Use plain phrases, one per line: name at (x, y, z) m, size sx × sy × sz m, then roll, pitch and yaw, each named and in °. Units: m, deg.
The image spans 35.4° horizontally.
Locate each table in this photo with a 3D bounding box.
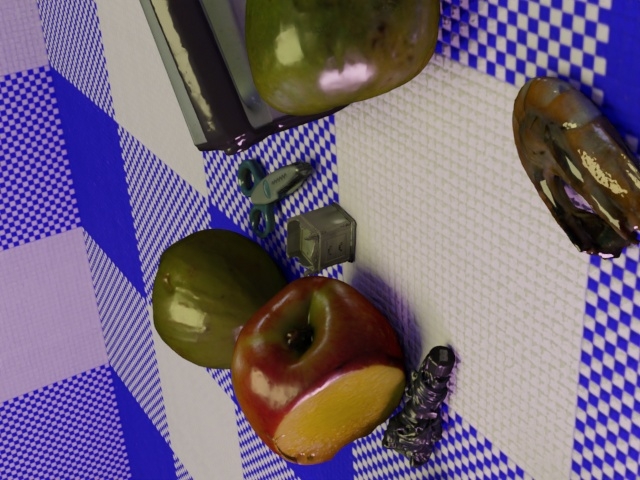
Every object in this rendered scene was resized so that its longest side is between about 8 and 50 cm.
table at (0.000, 0.000, 1.477) m, size 0.062 × 0.083 × 0.079 m, roll 46°, pitch 144°, yaw 43°

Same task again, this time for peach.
peach at (0.003, 0.189, 1.458) m, size 0.275 × 0.248 × 0.245 m, roll 75°, pitch -167°, yaw -46°

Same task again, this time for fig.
fig at (-0.159, 0.103, 1.711) m, size 0.271 × 0.239 × 0.239 m, roll 11°, pitch 119°, yaw 41°
fig at (0.023, -0.289, 1.074) m, size 0.233 × 0.233 × 0.314 m, roll 39°, pitch 135°, yaw 48°

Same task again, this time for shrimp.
shrimp at (0.254, -0.047, 0.966) m, size 0.254 × 0.059 × 0.145 m, roll 58°, pitch 155°, yaw 26°

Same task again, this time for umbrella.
umbrella at (0.141, 0.232, 1.382) m, size 0.080 × 0.071 × 0.224 m, roll 29°, pitch 134°, yaw 16°

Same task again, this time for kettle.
kettle at (-0.123, -0.308, 1.255) m, size 0.361 × 0.250 × 0.377 m, roll -55°, pitch -52°, yaw -75°

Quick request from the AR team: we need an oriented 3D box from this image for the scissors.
scissors at (-0.074, -0.085, 1.616) m, size 0.289 × 0.041 × 0.138 m, roll -23°, pitch 79°, yaw 66°
